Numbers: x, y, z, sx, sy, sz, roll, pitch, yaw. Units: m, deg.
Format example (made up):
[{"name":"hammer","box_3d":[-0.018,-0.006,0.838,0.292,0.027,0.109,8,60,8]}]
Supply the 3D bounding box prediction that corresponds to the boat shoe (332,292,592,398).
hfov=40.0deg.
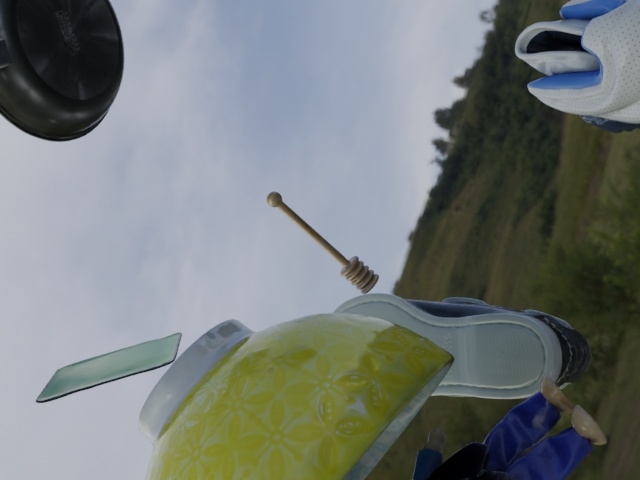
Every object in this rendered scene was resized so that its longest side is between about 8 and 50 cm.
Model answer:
[{"name":"boat shoe","box_3d":[0.135,0.116,0.931,0.091,0.302,0.115,6,-89,-44]}]

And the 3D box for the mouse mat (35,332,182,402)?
[{"name":"mouse mat","box_3d":[-0.284,0.171,1.203,0.152,0.189,0.007,-114,8,-79]}]

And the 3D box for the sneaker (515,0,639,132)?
[{"name":"sneaker","box_3d":[0.278,-0.149,0.744,0.323,0.236,0.130,-71,-3,-80]}]

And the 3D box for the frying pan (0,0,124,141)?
[{"name":"frying pan","box_3d":[-0.290,-0.194,0.792,0.326,0.053,0.197,-1,-94,-60]}]

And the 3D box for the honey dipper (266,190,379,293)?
[{"name":"honey dipper","box_3d":[0.000,0.000,1.005,0.030,0.160,0.030,-46,12,12]}]

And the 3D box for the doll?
[{"name":"doll","box_3d":[0.120,0.185,0.673,0.189,0.129,0.046,-39,-49,-3]}]

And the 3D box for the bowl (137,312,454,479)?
[{"name":"bowl","box_3d":[-0.046,0.154,0.678,0.289,0.156,0.289,-48,-15,-17]}]
